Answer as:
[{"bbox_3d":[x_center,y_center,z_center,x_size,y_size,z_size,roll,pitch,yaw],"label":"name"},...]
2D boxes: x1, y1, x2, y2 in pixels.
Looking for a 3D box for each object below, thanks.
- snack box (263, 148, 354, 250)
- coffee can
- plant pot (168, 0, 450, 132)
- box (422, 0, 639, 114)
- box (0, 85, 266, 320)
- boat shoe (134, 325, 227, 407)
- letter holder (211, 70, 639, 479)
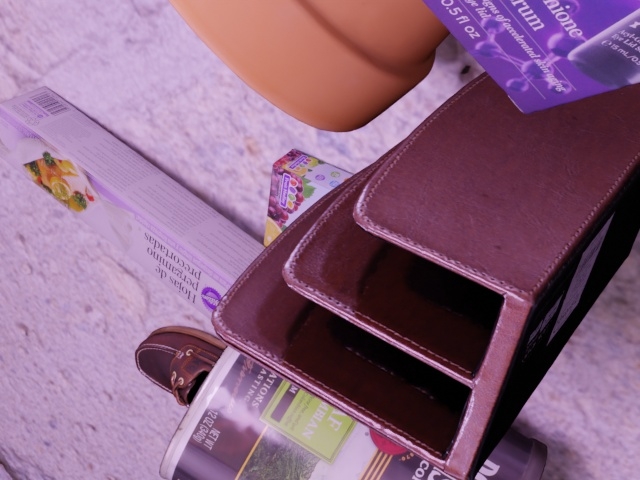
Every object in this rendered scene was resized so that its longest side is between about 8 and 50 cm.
[{"bbox_3d":[0.000,0.000,1.071,0.100,0.037,0.141,24,130,20],"label":"snack box"},{"bbox_3d":[0.028,0.194,1.040,0.275,0.201,0.201,31,131,6],"label":"coffee can"},{"bbox_3d":[0.024,-0.244,0.758,0.203,0.291,0.291,-32,97,25],"label":"plant pot"},{"bbox_3d":[0.152,-0.167,0.569,0.207,0.108,0.153,-14,140,41],"label":"box"},{"bbox_3d":[-0.182,-0.036,1.132,0.324,0.067,0.063,35,133,21],"label":"box"},{"bbox_3d":[-0.116,0.142,1.220,0.207,0.073,0.073,9,125,33],"label":"boat shoe"},{"bbox_3d":[0.089,-0.023,0.813,0.214,0.302,0.152,27,130,19],"label":"letter holder"}]
